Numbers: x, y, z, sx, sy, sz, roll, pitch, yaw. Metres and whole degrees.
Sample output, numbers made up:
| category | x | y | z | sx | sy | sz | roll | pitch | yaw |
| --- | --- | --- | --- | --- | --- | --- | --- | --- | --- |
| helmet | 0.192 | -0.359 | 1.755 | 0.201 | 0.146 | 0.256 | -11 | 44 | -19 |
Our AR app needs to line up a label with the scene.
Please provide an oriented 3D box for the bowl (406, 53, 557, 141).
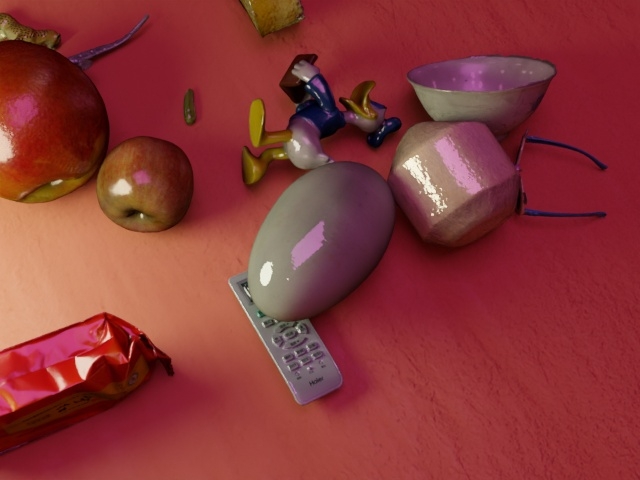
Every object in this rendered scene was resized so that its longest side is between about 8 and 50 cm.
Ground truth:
| category | x | y | z | sx | sy | sz | roll | pitch | yaw |
| --- | --- | --- | --- | --- | --- | --- | --- | --- | --- |
| bowl | 0.341 | -0.289 | 1.819 | 0.313 | 0.146 | 0.313 | -5 | 22 | 2 |

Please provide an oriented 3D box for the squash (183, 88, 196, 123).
| category | x | y | z | sx | sy | sz | roll | pitch | yaw |
| --- | --- | --- | --- | --- | --- | --- | --- | --- | --- |
| squash | -0.285 | -0.292 | 1.866 | 0.027 | 0.027 | 0.089 | -6 | 65 | -6 |

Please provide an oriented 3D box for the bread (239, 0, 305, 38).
| category | x | y | z | sx | sy | sz | roll | pitch | yaw |
| --- | --- | --- | --- | --- | --- | --- | --- | --- | --- |
| bread | -0.130 | -0.588 | 1.922 | 0.124 | 0.186 | 0.257 | -21 | 61 | -8 |

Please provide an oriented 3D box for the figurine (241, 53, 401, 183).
| category | x | y | z | sx | sy | sz | roll | pitch | yaw |
| --- | --- | --- | --- | --- | --- | --- | --- | --- | --- |
| figurine | 0.005 | -0.258 | 1.822 | 0.338 | 0.204 | 0.283 | 1 | 58 | -17 |

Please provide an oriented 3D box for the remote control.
| category | x | y | z | sx | sy | sz | roll | pitch | yaw |
| --- | --- | --- | --- | --- | --- | --- | --- | --- | --- |
| remote control | -0.069 | 0.177 | 1.655 | 0.103 | 0.051 | 0.293 | -23 | 67 | -22 |

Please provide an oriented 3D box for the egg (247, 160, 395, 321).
| category | x | y | z | sx | sy | sz | roll | pitch | yaw |
| --- | --- | --- | --- | --- | --- | --- | --- | --- | --- |
| egg | 0.000 | 0.000 | 1.635 | 0.230 | 0.230 | 0.371 | 34 | 61 | 11 |

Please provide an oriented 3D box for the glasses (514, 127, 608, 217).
| category | x | y | z | sx | sy | sz | roll | pitch | yaw |
| --- | --- | --- | --- | --- | --- | --- | --- | --- | --- |
| glasses | 0.500 | -0.119 | 1.833 | 0.221 | 0.088 | 0.189 | 16 | 63 | -18 |

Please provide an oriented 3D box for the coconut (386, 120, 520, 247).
| category | x | y | z | sx | sy | sz | roll | pitch | yaw |
| --- | --- | --- | --- | --- | --- | --- | --- | --- | --- |
| coconut | 0.258 | -0.126 | 1.712 | 0.237 | 0.237 | 0.266 | -31 | 77 | -16 |

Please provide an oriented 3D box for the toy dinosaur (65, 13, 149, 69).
| category | x | y | z | sx | sy | sz | roll | pitch | yaw |
| --- | --- | --- | --- | --- | --- | --- | --- | --- | --- |
| toy dinosaur | -0.515 | -0.371 | 1.854 | 0.383 | 0.076 | 0.129 | -25 | 48 | -19 |

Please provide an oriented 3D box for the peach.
| category | x | y | z | sx | sy | sz | roll | pitch | yaw |
| --- | --- | --- | --- | --- | --- | --- | --- | --- | --- |
| peach | -0.578 | -0.237 | 1.679 | 0.308 | 0.308 | 0.332 | -23 | 72 | -13 |

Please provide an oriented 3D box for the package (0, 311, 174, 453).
| category | x | y | z | sx | sy | sz | roll | pitch | yaw |
| --- | --- | --- | --- | --- | --- | --- | --- | --- | --- |
| package | -0.477 | 0.256 | 1.516 | 0.424 | 0.196 | 0.123 | -21 | 68 | -14 |

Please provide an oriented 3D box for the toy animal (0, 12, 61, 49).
| category | x | y | z | sx | sy | sz | roll | pitch | yaw |
| --- | --- | --- | --- | --- | --- | --- | --- | --- | --- |
| toy animal | -0.683 | -0.454 | 1.896 | 0.181 | 0.073 | 0.136 | 29 | 59 | 22 |

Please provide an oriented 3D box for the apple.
| category | x | y | z | sx | sy | sz | roll | pitch | yaw |
| --- | --- | --- | --- | --- | --- | --- | --- | --- | --- |
| apple | -0.343 | -0.112 | 1.694 | 0.188 | 0.188 | 0.173 | 4 | 61 | -2 |
